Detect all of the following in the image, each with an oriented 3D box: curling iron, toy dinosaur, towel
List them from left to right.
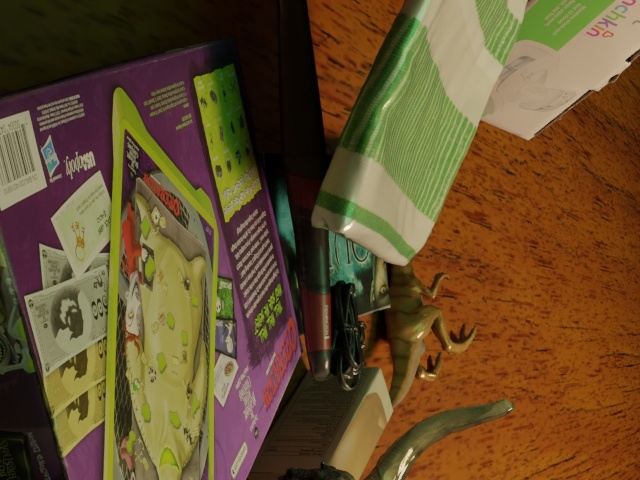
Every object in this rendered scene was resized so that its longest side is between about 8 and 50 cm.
[{"bbox_3d":[-0.007,-0.037,0.673,0.068,0.035,0.274,-21,102,-77],"label":"curling iron"},{"bbox_3d":[0.000,0.180,0.604,0.118,0.064,0.268,35,92,-42],"label":"toy dinosaur"},{"bbox_3d":[0.074,0.082,0.861,0.112,0.064,0.211,37,41,-33],"label":"toy dinosaur"},{"bbox_3d":[0.099,-0.139,0.656,0.325,0.038,0.248,-63,165,1],"label":"towel"}]

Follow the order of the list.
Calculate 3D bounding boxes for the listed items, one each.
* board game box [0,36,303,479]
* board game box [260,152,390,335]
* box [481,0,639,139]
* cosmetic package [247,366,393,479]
[{"bbox_3d":[-0.074,0.021,0.470,0.347,0.056,0.208,-61,136,-74],"label":"board game box"},{"bbox_3d":[0.000,0.000,0.746,0.186,0.026,0.126,-9,94,-63],"label":"board game box"},{"bbox_3d":[0.240,-0.265,0.988,0.126,0.262,0.231,23,59,-16],"label":"box"},{"bbox_3d":[0.002,0.135,0.690,0.115,0.060,0.041,-52,131,-51],"label":"cosmetic package"}]
